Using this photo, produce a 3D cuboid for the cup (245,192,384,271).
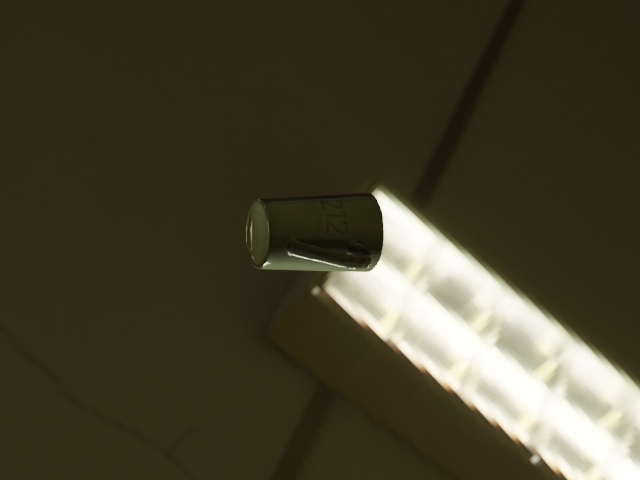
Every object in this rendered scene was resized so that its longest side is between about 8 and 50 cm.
[{"bbox_3d":[-0.002,0.003,1.240,0.083,0.054,0.075,-1,-129,-22],"label":"cup"}]
